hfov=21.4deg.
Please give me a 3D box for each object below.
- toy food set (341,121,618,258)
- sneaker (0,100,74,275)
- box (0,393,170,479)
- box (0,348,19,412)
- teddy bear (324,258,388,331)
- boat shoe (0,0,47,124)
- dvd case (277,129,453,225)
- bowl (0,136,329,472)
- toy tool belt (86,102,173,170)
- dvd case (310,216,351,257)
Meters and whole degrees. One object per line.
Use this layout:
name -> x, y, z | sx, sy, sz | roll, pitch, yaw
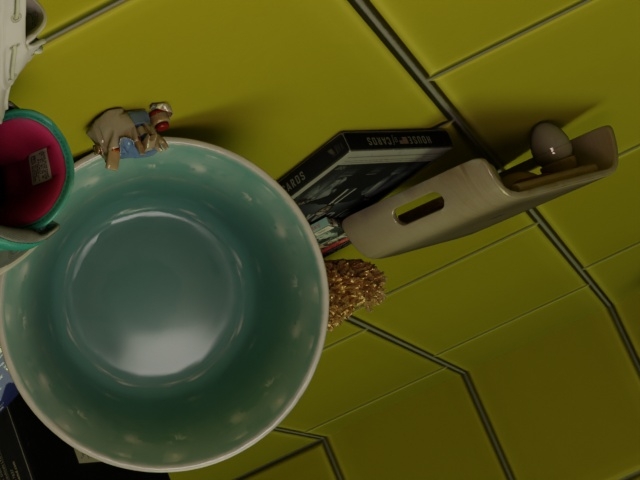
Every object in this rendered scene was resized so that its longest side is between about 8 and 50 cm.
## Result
toy food set -> 0.193, -0.069, 2.013 | 0.219, 0.092, 0.306 | -24, 173, 39
sneaker -> -0.261, -0.041, 1.362 | 0.178, 0.124, 0.295 | -22, 179, 25
box -> -0.420, 0.327, 2.303 | 0.294, 0.183, 0.296 | -31, 161, 24
box -> -0.364, 0.086, 1.643 | 0.136, 0.036, 0.225 | -47, 136, 1
teddy bear -> -0.042, 0.088, 2.082 | 0.245, 0.113, 0.338 | -6, 173, -10
boat shoe -> -0.225, -0.141, 1.173 | 0.076, 0.083, 0.226 | -19, 164, -13
dvd case -> 0.012, -0.056, 1.918 | 0.179, 0.029, 0.238 | -6, 157, -47
bowl -> -0.158, 0.059, 1.639 | 0.311, 0.311, 0.163 | -20, -176, -10
toy tool belt -> -0.164, -0.088, 1.507 | 0.083, 0.051, 0.052 | -11, 161, -39
dvd case -> 0.000, 0.000, 2.011 | 0.087, 0.013, 0.119 | -28, 165, 22
